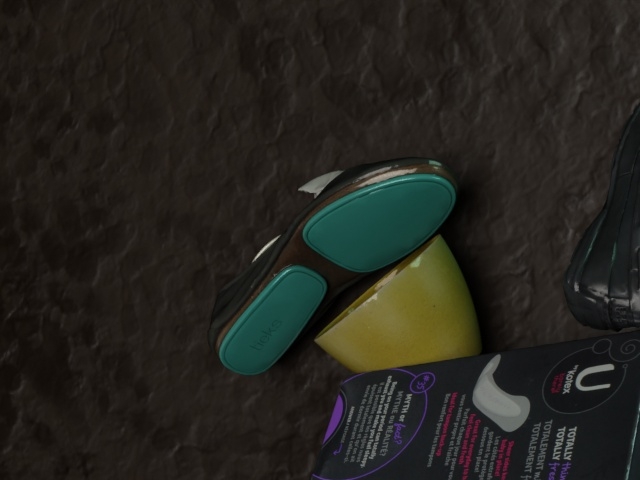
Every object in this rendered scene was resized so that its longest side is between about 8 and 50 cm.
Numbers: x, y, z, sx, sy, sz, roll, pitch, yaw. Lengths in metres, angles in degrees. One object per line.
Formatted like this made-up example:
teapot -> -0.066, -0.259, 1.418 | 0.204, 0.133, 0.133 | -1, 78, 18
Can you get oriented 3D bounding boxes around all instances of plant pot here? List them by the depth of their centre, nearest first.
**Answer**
plant pot -> 0.076, 0.074, 1.522 | 0.134, 0.134, 0.095 | -40, 90, 22

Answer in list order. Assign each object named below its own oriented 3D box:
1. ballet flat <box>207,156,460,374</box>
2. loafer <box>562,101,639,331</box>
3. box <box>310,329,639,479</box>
ballet flat -> 0.000, 0.000, 1.582 | 0.280, 0.095, 0.096 | -40, 34, 25
loafer -> 0.254, -0.027, 1.406 | 0.078, 0.076, 0.223 | 9, 60, 32
box -> 0.143, 0.187, 1.414 | 0.270, 0.143, 0.165 | -11, 41, 31
